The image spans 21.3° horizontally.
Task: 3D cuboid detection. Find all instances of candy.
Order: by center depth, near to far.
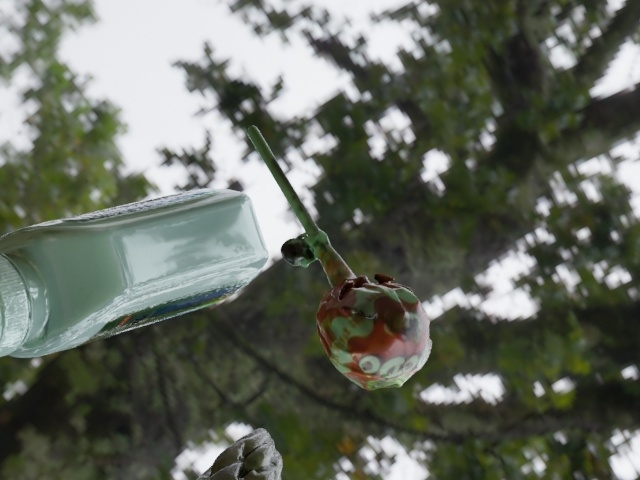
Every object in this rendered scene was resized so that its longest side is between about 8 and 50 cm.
[{"bbox_3d":[-0.001,-0.001,1.304,0.078,0.084,0.288,-19,-131,-14],"label":"candy"}]

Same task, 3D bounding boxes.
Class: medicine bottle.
[{"bbox_3d":[-0.148,0.023,1.104,0.121,0.083,0.229,-18,177,39],"label":"medicine bottle"}]

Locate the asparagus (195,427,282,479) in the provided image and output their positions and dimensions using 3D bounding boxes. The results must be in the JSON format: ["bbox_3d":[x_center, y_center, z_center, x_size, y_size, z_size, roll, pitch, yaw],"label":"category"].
[{"bbox_3d":[-0.081,0.230,1.342,0.080,0.080,0.287,-15,-160,22],"label":"asparagus"}]
